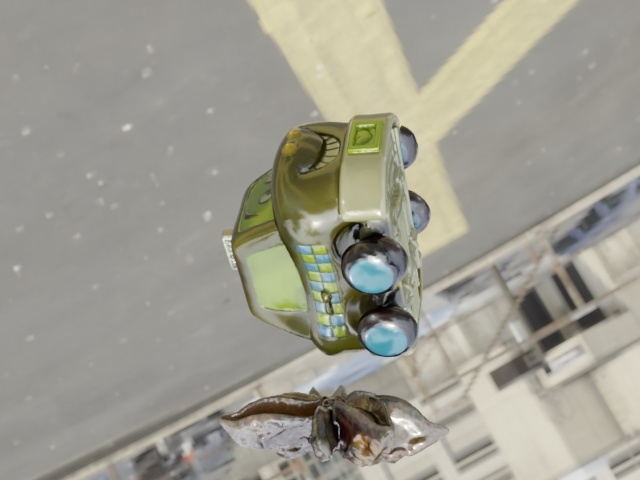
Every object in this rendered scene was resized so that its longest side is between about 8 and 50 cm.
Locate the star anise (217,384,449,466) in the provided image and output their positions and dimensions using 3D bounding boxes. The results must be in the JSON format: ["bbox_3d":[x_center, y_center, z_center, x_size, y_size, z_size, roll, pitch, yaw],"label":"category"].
[{"bbox_3d":[0.021,0.186,1.224,0.212,0.073,0.196,0,180,43],"label":"star anise"}]

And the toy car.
[{"bbox_3d":[0.000,0.000,1.195,0.198,0.204,0.248,-2,131,12],"label":"toy car"}]
